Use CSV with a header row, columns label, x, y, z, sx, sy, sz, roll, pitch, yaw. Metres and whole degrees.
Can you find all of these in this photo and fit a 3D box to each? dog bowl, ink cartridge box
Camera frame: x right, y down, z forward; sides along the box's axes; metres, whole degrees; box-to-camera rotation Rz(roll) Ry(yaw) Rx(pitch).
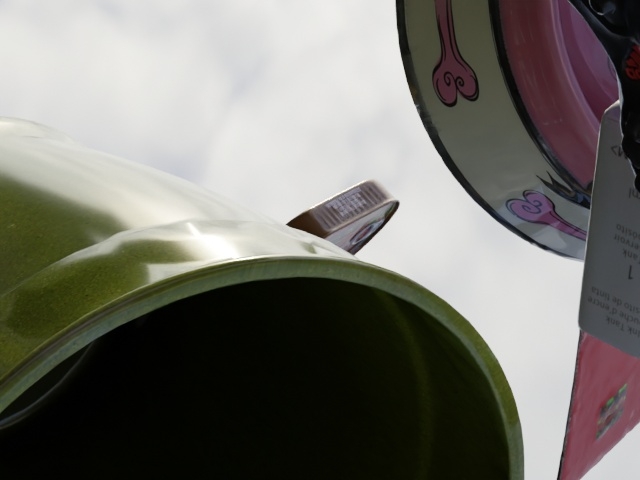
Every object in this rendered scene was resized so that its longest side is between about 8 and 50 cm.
label,x,y,z,sx,sy,sz,roll,pitch,yaw
dog bowl,0.267,-0.181,1.492,0.150,0.408,0.407,3,-104,64
ink cartridge box,0.223,-0.011,1.020,0.060,0.275,0.238,25,-49,30

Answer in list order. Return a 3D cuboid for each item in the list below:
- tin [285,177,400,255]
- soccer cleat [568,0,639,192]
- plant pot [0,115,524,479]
label,x,y,z,sx,sy,sz,roll,pitch,yaw
tin,0.000,0.000,1.779,0.040,0.190,0.106,52,-53,8
soccer cleat,0.155,-0.113,0.776,0.116,0.318,0.109,-39,-152,-19
plant pot,-0.139,0.101,1.105,0.353,0.366,0.366,40,-74,49
